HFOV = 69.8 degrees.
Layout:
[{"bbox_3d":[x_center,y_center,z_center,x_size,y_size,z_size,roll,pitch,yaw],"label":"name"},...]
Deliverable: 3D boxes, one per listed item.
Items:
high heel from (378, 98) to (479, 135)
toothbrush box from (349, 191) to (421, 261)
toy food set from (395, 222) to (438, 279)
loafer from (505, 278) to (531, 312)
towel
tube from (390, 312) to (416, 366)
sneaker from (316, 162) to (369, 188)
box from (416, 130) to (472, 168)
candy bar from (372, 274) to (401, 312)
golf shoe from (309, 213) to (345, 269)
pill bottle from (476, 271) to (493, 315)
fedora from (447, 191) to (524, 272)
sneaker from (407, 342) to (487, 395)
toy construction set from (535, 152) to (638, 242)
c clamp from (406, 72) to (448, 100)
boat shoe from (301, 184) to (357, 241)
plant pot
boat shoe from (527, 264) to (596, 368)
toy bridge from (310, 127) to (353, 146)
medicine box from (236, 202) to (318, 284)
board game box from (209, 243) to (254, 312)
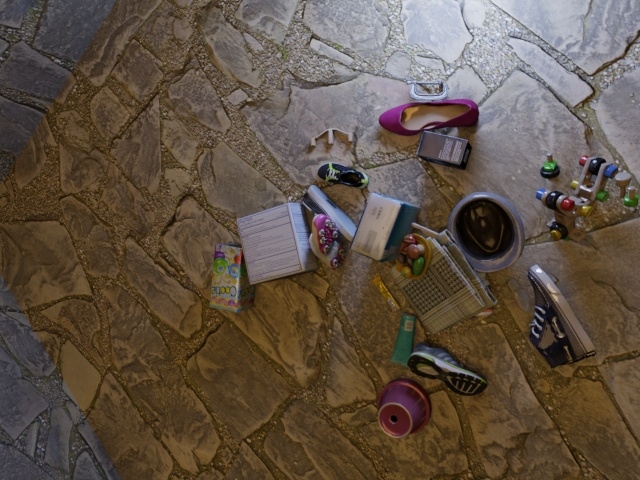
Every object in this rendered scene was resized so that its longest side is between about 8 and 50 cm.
[{"bbox_3d":[0.376,-0.460,1.657,0.377,0.181,0.127,0,91,23],"label":"high heel"},{"bbox_3d":[0.241,-0.047,1.659,0.126,0.295,0.216,24,101,23],"label":"toothbrush box"},{"bbox_3d":[0.319,0.049,1.622,0.128,0.071,0.218,37,128,36],"label":"toy food set"},{"bbox_3d":[0.693,0.194,1.609,0.045,0.039,0.125,-26,82,-12],"label":"loafer"},{"bbox_3d":[0.421,0.161,1.648,0.324,0.056,0.312,-44,72,44],"label":"towel"},{"bbox_3d":[0.324,0.383,1.764,0.080,0.052,0.207,13,101,28],"label":"tube"},{"bbox_3d":[0.083,-0.266,1.833,0.234,0.097,0.084,15,96,23],"label":"sneaker"},{"bbox_3d":[0.446,-0.320,1.643,0.158,0.156,0.093,19,99,22],"label":"box"},{"bbox_3d":[0.261,0.213,1.803,0.040,0.018,0.161,-40,76,22],"label":"candy bar"},{"bbox_3d":[0.000,0.000,1.782,0.140,0.306,0.115,26,64,30],"label":"golf shoe"},{"bbox_3d":[0.563,0.188,1.634,0.086,0.086,0.152,-6,88,23],"label":"pill bottle"},{"bbox_3d":[0.576,-0.033,1.604,0.243,0.124,0.275,-28,86,22],"label":"fedora"},{"bbox_3d":[0.466,0.457,1.667,0.300,0.121,0.111,26,124,2],"label":"sneaker"},{"bbox_3d":[0.856,-0.112,1.457,0.308,0.257,0.237,9,139,39],"label":"toy construction set"},{"bbox_3d":[0.397,-0.575,1.711,0.160,0.022,0.137,10,63,15],"label":"c clamp"},{"bbox_3d":[0.029,-0.089,1.852,0.306,0.113,0.105,47,114,19],"label":"boat shoe"},{"bbox_3d":[0.298,0.637,1.703,0.201,0.180,0.201,1,92,23],"label":"plant pot"},{"bbox_3d":[0.750,0.261,1.528,0.158,0.127,0.341,-31,79,13],"label":"boat shoe"},{"bbox_3d":[0.044,-0.427,1.888,0.188,0.026,0.063,-1,88,24],"label":"toy bridge"},{"bbox_3d":[-0.180,0.015,1.923,0.263,0.149,0.289,-15,84,23],"label":"medicine box"},{"bbox_3d":[-0.377,0.159,2.013,0.142,0.144,0.275,8,94,23],"label":"board game box"}]
